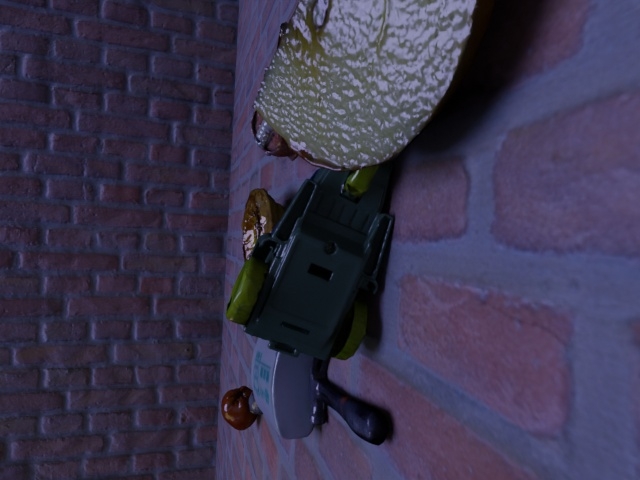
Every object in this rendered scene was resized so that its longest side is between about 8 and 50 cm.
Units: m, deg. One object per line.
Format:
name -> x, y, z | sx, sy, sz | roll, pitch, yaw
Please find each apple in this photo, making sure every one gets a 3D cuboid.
apple -> 0.051, -0.219, 0.447 | 0.346, 0.179, 0.254 | -42, 31, 52

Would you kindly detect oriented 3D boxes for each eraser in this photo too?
eraser -> -0.087, 0.311, 0.919 | 0.290, 0.103, 0.190 | 151, 117, -69

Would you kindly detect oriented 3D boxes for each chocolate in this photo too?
chocolate -> -0.170, 0.455, 1.193 | 0.072, 0.072, 0.167 | -106, 26, -44

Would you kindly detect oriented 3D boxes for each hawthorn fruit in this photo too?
hawthorn fruit -> -0.276, 0.581, 1.407 | 0.133, 0.132, 0.138 | -129, 35, -64

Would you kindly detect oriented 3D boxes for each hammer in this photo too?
hammer -> 0.034, 0.259, 0.660 | 0.290, 0.037, 0.137 | 154, 116, -70

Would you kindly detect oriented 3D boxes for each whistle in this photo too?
whistle -> -0.063, -0.297, 0.908 | 0.346, 0.133, 0.143 | -44, 60, 53

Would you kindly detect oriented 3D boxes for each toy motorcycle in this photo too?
toy motorcycle -> 0.000, 0.000, 0.625 | 0.327, 0.191, 0.200 | -66, 12, 3

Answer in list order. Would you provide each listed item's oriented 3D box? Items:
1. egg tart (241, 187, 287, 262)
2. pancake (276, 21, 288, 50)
egg tart -> -0.146, 0.000, 1.124 | 0.290, 0.115, 0.291 | 180, 90, -71
pancake -> -0.115, -0.456, 1.185 | 0.212, 0.055, 0.258 | 171, 102, -71
